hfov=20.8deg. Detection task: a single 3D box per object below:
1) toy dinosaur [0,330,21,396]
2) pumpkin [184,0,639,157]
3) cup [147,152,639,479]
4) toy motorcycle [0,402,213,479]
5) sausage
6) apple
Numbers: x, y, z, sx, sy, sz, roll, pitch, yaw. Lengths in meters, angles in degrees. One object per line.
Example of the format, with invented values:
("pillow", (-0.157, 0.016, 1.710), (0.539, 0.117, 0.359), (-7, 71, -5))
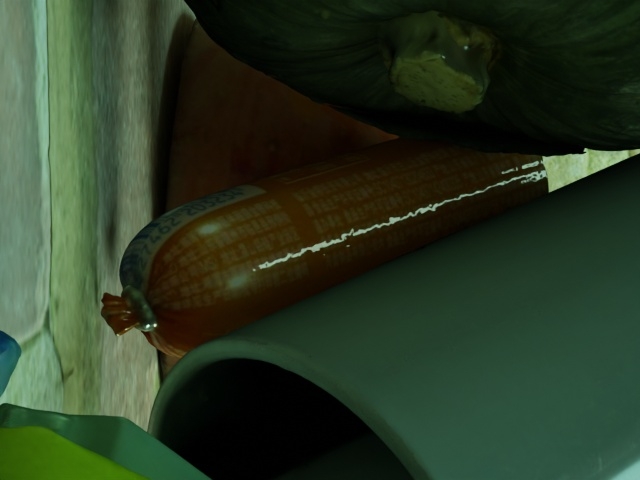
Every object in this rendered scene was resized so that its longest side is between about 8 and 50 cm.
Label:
("toy dinosaur", (-0.096, 0.028, 0.280), (0.144, 0.076, 0.329), (56, 33, -72))
("pumpkin", (0.079, -0.174, 0.742), (0.291, 0.328, 0.257), (67, 32, -66))
("cup", (0.105, 0.084, 0.734), (0.312, 0.205, 0.205), (-24, 124, -37))
("toy motorcycle", (-0.015, 0.178, 0.491), (0.191, 0.200, 0.326), (-82, 173, -51))
("sausage", (0.000, 0.000, 0.778), (0.234, 0.071, 0.071), (-18, 116, -37))
("apple", (0.015, 0.006, 0.965), (0.293, 0.163, 0.251), (-18, 110, -86))
